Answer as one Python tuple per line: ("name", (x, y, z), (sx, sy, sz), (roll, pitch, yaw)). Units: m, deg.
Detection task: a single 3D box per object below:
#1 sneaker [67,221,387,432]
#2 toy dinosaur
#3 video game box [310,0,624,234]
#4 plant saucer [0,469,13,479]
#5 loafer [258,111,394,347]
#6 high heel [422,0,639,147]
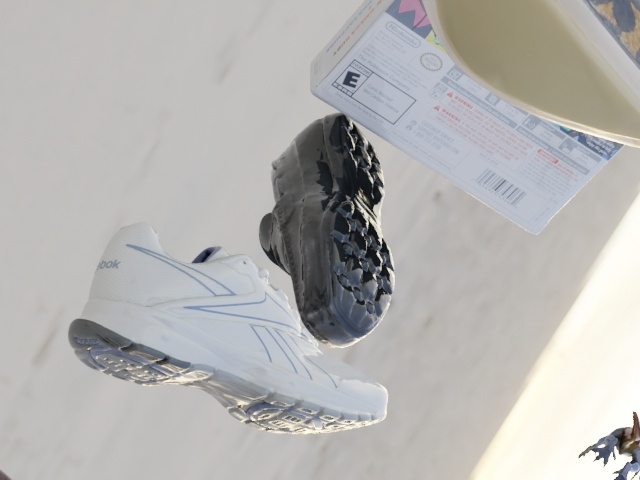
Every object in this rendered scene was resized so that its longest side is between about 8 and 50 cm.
("sneaker", (-0.060, 0.077, 1.642), (0.111, 0.297, 0.129), (-18, -126, 51))
("toy dinosaur", (0.209, 0.136, 1.303), (0.082, 0.047, 0.090), (-33, 167, -50))
("video game box", (0.127, -0.123, 1.344), (0.187, 0.205, 0.048), (-45, -154, 29))
("plant saucer", (-0.214, 0.123, 1.023), (0.036, 0.198, 0.198), (-54, 177, -21))
("loafer", (0.000, 0.000, 1.305), (0.078, 0.076, 0.223), (-32, -150, 19))
("high heel", (0.106, -0.160, 0.858), (0.186, 0.261, 0.093), (-39, 164, -32))
